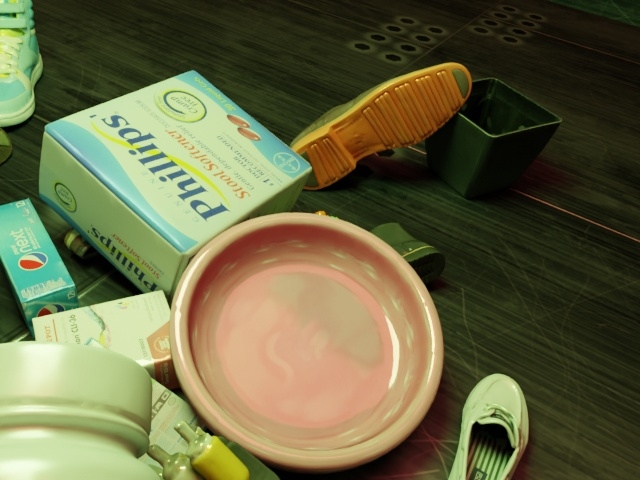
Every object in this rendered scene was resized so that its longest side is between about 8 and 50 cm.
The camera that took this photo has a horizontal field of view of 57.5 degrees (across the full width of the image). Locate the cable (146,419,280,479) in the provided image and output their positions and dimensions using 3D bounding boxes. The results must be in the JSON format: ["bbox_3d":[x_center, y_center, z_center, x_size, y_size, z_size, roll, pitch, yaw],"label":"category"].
[{"bbox_3d":[-0.048,0.283,0.569,0.287,0.139,0.072,38,40,2],"label":"cable"}]

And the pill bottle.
[{"bbox_3d":[-0.213,0.269,0.406,0.204,0.204,0.361,0,55,-11],"label":"pill bottle"}]

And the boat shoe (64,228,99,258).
[{"bbox_3d":[-0.311,-0.011,0.898,0.152,0.056,0.049,-29,66,-35],"label":"boat shoe"}]

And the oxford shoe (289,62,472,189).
[{"bbox_3d":[0.094,-0.232,1.071,0.364,0.130,0.132,-24,35,11],"label":"oxford shoe"}]

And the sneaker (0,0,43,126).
[{"bbox_3d":[-0.631,-0.374,1.140,0.127,0.208,0.319,-3,42,-17],"label":"sneaker"}]

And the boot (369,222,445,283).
[{"bbox_3d":[0.075,0.031,0.920,0.198,0.077,0.137,-9,31,-23],"label":"boot"}]

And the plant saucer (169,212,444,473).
[{"bbox_3d":[-0.017,0.119,0.723,0.332,0.084,0.332,7,56,-11],"label":"plant saucer"}]

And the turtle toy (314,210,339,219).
[{"bbox_3d":[0.000,0.000,0.929,0.095,0.066,0.130,26,42,19],"label":"turtle toy"}]

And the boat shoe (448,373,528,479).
[{"bbox_3d":[0.207,0.233,0.685,0.083,0.076,0.226,20,41,12],"label":"boat shoe"}]

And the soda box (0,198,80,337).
[{"bbox_3d":[-0.402,0.032,0.808,0.067,0.071,0.210,-20,48,-30],"label":"soda box"}]

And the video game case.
[{"bbox_3d":[-0.220,0.198,0.629,0.166,0.015,0.119,35,59,0],"label":"video game case"}]

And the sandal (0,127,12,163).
[{"bbox_3d":[-0.625,-0.134,0.972,0.060,0.090,0.219,8,42,34],"label":"sandal"}]

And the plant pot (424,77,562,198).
[{"bbox_3d":[0.311,-0.193,1.141,0.187,0.167,0.188,-16,47,-28],"label":"plant pot"}]

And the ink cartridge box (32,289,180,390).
[{"bbox_3d":[-0.275,0.141,0.707,0.198,0.067,0.115,-13,46,-24],"label":"ink cartridge box"}]

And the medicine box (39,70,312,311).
[{"bbox_3d":[-0.209,-0.086,0.871,0.263,0.149,0.289,40,44,9],"label":"medicine box"}]
